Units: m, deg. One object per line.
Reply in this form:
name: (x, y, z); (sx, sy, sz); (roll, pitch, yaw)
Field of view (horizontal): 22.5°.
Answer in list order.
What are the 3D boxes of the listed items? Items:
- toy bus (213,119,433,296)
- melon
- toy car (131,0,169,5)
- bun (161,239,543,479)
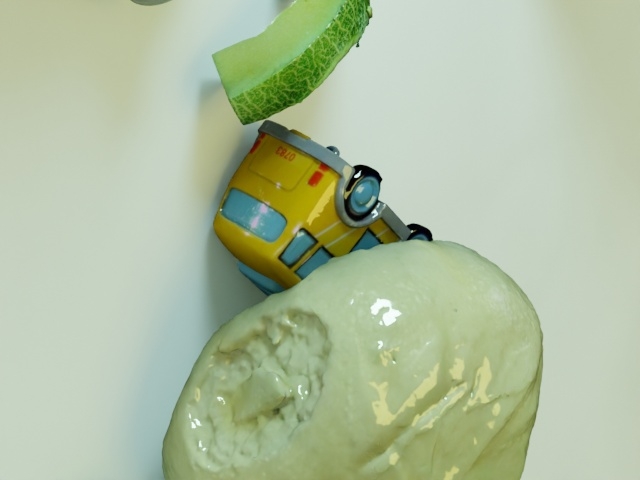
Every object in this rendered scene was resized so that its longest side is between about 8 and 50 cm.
toy bus: (0.000, 0.000, 1.444); (0.136, 0.126, 0.209); (-54, 138, -8)
melon: (-0.019, -0.186, 1.370); (0.209, 0.118, 0.064); (-50, 140, -17)
toy car: (-0.129, -0.264, 1.234); (0.112, 0.112, 0.139); (34, 67, -32)
bun: (0.053, 0.178, 1.408); (0.364, 0.202, 0.364); (-20, 144, -15)
